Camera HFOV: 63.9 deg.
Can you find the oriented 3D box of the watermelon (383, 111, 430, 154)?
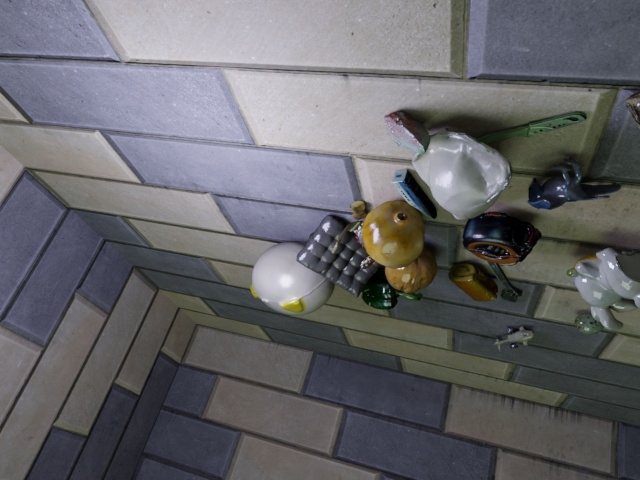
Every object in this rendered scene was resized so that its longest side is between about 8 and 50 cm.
[{"bbox_3d":[0.239,-0.290,1.382,0.094,0.081,0.180,20,-163,-50],"label":"watermelon"}]

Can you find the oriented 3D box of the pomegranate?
[{"bbox_3d":[0.247,-0.022,1.751,0.233,0.233,0.233,15,153,8],"label":"pomegranate"}]

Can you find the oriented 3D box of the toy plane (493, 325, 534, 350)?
[{"bbox_3d":[0.909,0.466,2.421,0.108,0.092,0.286,1,158,-22],"label":"toy plane"}]

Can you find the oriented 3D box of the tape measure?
[{"bbox_3d":[0.577,-0.010,1.662,0.223,0.135,0.202,15,164,13],"label":"tape measure"}]

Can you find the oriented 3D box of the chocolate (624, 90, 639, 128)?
[{"bbox_3d":[0.785,-0.322,1.009,0.102,0.065,0.329,47,145,-13],"label":"chocolate"}]

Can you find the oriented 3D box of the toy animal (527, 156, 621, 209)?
[{"bbox_3d":[0.653,-0.130,1.366,0.239,0.255,0.176,-18,126,-12],"label":"toy animal"}]

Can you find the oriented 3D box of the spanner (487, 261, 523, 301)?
[{"bbox_3d":[0.718,0.160,2.014,0.093,0.026,0.325,-3,145,38],"label":"spanner"}]

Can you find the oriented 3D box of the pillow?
[{"bbox_3d":[0.090,0.063,2.025,0.326,0.228,0.101,34,-175,-22],"label":"pillow"}]

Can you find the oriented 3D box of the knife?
[{"bbox_3d":[0.518,-0.277,1.307,0.293,0.020,0.043,-10,140,42],"label":"knife"}]

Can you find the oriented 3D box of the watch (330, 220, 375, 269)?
[{"bbox_3d":[0.139,0.022,1.838,0.165,0.268,0.102,42,122,-2],"label":"watch"}]

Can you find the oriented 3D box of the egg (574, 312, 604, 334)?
[{"bbox_3d":[1.074,0.332,2.046,0.110,0.085,0.085,-1,151,6],"label":"egg"}]

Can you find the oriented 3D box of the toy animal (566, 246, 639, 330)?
[{"bbox_3d":[0.935,0.135,1.629,0.247,0.183,0.310,47,157,19],"label":"toy animal"}]

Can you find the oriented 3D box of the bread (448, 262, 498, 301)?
[{"bbox_3d":[0.599,0.162,1.999,0.172,0.103,0.132,35,159,-27],"label":"bread"}]

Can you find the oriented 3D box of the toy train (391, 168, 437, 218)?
[{"bbox_3d":[0.310,-0.141,1.666,0.051,0.052,0.234,-1,148,40],"label":"toy train"}]

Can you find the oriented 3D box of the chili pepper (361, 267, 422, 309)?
[{"bbox_3d":[0.303,0.206,2.216,0.261,0.174,0.165,6,126,26],"label":"chili pepper"}]

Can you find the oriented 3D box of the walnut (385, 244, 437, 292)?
[{"bbox_3d":[0.345,0.107,1.974,0.195,0.195,0.221,16,160,5],"label":"walnut"}]

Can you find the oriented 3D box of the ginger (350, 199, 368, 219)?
[{"bbox_3d":[0.137,-0.109,1.849,0.057,0.044,0.137,-21,157,-1],"label":"ginger"}]

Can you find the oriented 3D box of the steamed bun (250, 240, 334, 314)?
[{"bbox_3d":[-0.116,0.161,2.196,0.374,0.334,0.334,12,157,49],"label":"steamed bun"}]

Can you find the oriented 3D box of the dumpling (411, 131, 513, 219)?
[{"bbox_3d":[0.379,-0.182,1.435,0.260,0.181,0.341,40,-172,4],"label":"dumpling"}]

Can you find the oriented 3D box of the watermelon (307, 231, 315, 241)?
[{"bbox_3d":[0.000,0.000,2.105,0.111,0.078,0.078,11,153,17],"label":"watermelon"}]
